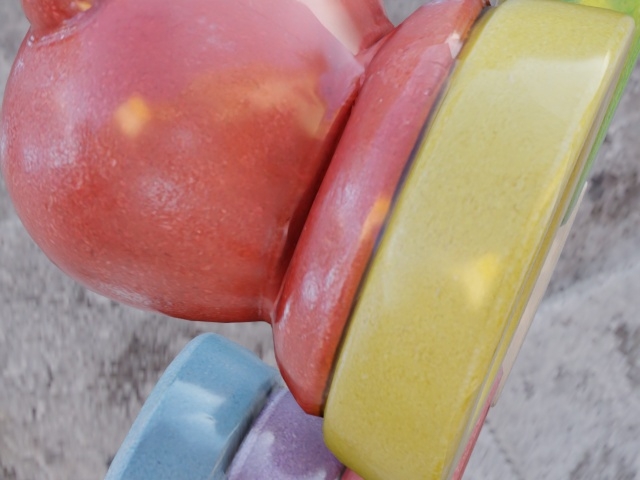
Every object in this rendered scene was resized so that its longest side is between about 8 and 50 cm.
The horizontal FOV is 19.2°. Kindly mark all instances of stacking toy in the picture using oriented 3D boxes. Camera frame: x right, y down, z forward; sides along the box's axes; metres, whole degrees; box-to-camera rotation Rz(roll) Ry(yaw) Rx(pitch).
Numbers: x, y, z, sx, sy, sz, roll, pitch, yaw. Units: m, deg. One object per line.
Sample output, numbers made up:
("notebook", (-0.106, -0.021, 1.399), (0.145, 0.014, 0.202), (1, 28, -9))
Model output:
("stacking toy", (0.000, 0.000, 0.553), (0.130, 0.309, 0.279), (23, 44, 7))
